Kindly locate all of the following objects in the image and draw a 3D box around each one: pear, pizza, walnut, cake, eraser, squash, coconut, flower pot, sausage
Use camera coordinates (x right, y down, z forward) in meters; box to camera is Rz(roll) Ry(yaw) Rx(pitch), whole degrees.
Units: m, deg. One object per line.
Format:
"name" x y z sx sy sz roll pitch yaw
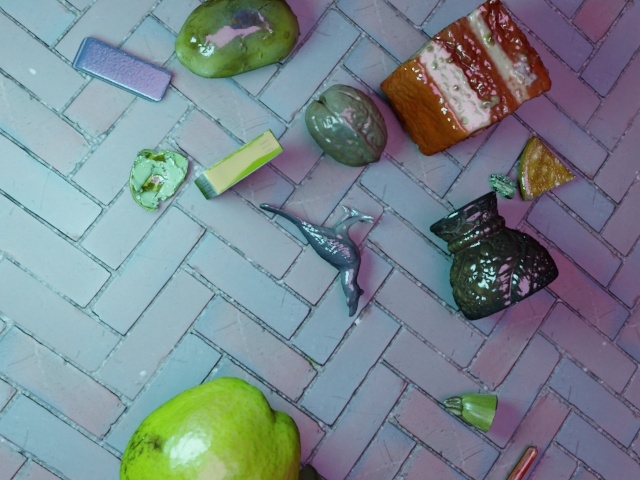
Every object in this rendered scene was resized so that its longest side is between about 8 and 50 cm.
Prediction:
"pear" -0.221 0.487 1.365 0.392 0.391 0.390 1 88 -14
"pizza" 0.637 -0.203 1.761 0.176 0.036 0.184 -2 87 -15
"walnut" 0.075 -0.281 1.567 0.230 0.178 0.178 46 79 -20
"cake" 0.360 -0.399 1.584 0.320 0.270 0.269 -37 96 -11
"eraser" -0.476 -0.409 1.499 0.225 0.036 0.081 22 83 -12
"squash" 0.391 0.442 1.662 0.132 0.105 0.105 16 84 6
"coconut" -0.393 -0.156 1.501 0.158 0.055 0.133 -39 96 -13
"flower pot" 0.426 0.032 1.599 0.267 0.266 0.267 -26 84 -13
"sausage" 0.556 0.614 1.712 0.034 0.034 0.129 41 79 -9

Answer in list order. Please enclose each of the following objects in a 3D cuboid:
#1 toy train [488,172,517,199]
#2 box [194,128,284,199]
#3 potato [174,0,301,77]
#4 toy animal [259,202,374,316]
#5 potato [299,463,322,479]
"toy train" 0.504 -0.152 1.728 0.083 0.033 0.053 24 86 -11
"box" -0.195 -0.170 1.444 0.175 0.260 0.062 -35 99 -12
"potato" -0.202 -0.500 1.501 0.308 0.173 0.210 -30 97 -16
"toy animal" 0.037 -0.009 1.587 0.206 0.081 0.367 -40 93 -14
"potato" -0.076 0.676 1.445 0.269 0.255 0.112 -39 96 -12
